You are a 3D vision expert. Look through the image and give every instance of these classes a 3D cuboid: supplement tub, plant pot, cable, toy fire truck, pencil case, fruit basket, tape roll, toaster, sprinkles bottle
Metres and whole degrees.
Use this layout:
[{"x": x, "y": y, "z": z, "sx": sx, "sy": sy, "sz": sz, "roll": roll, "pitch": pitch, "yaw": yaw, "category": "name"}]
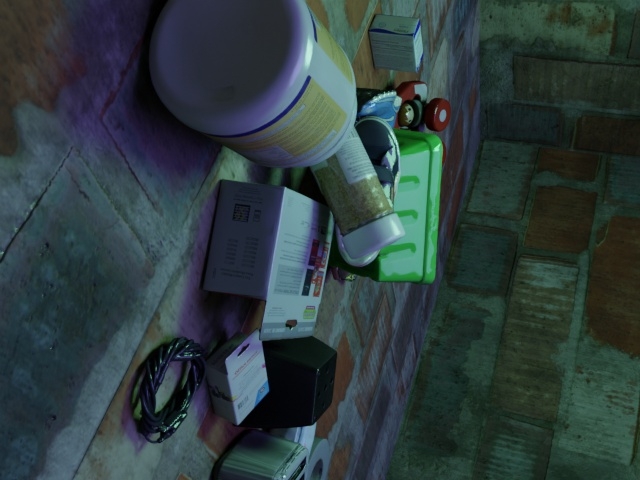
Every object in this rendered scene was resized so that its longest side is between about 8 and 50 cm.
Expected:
[{"x": -0.083, "y": -0.245, "z": 1.169, "sx": 0.331, "sy": 0.241, "sz": 0.241, "roll": 23, "pitch": 78, "yaw": -71, "category": "supplement tub"}, {"x": -0.066, "y": 0.296, "z": 1.623, "sx": 0.187, "sy": 0.167, "sz": 0.188, "roll": -27, "pitch": 126, "yaw": -67, "category": "plant pot"}, {"x": -0.246, "y": 0.232, "z": 1.261, "sx": 0.184, "sy": 0.047, "sz": 0.150, "roll": -52, "pitch": 142, "yaw": -50, "category": "cable"}, {"x": 0.247, "y": -0.316, "z": 2.270, "sx": 0.254, "sy": 0.169, "sz": 0.302, "roll": -20, "pitch": 120, "yaw": -48, "category": "toy fire truck"}, {"x": -0.081, "y": 0.516, "z": 1.772, "sx": 0.124, "sy": 0.113, "sz": 0.273, "roll": 123, "pitch": -20, "yaw": -80, "category": "pencil case"}, {"x": 0.189, "y": -0.096, "z": 1.876, "sx": 0.392, "sy": 0.283, "sz": 0.392, "roll": -17, "pitch": 115, "yaw": -42, "category": "fruit basket"}, {"x": -0.045, "y": 0.622, "z": 2.005, "sx": 0.219, "sy": 0.072, "sz": 0.219, "roll": 9, "pitch": 90, "yaw": -72, "category": "tape roll"}, {"x": -0.118, "y": 0.487, "z": 1.599, "sx": 0.227, "sy": 0.146, "sz": 0.129, "roll": -32, "pitch": 130, "yaw": -66, "category": "toaster"}, {"x": 0.041, "y": -0.144, "z": 1.504, "sx": 0.355, "sy": 0.121, "sz": 0.121, "roll": 65, "pitch": 19, "yaw": 5, "category": "sprinkles bottle"}]

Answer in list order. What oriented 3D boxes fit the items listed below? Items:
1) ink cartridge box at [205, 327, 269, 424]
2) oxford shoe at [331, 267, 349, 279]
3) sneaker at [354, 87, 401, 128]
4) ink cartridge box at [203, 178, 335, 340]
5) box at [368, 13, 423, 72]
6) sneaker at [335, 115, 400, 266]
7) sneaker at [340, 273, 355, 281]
[{"x": -0.160, "y": 0.249, "z": 1.452, "sx": 0.104, "sy": 0.061, "sz": 0.181, "roll": -44, "pitch": 143, "yaw": -40, "category": "ink cartridge box"}, {"x": 0.120, "y": -0.038, "z": 2.051, "sx": 0.123, "sy": 0.130, "sz": 0.348, "roll": 75, "pitch": 31, "yaw": -53, "category": "oxford shoe"}, {"x": 0.136, "y": -0.313, "z": 1.959, "sx": 0.330, "sy": 0.130, "sz": 0.147, "roll": -10, "pitch": 107, "yaw": -71, "category": "sneaker"}, {"x": -0.093, "y": 0.045, "z": 1.461, "sx": 0.309, "sy": 0.130, "sz": 0.272, "roll": 19, "pitch": 80, "yaw": -71, "category": "ink cartridge box"}, {"x": 0.205, "y": -0.528, "z": 2.049, "sx": 0.137, "sy": 0.126, "sz": 0.072, "roll": 72, "pitch": 35, "yaw": -56, "category": "box"}, {"x": 0.101, "y": -0.096, "z": 1.612, "sx": 0.127, "sy": 0.126, "sz": 0.321, "roll": -58, "pitch": 152, "yaw": -73, "category": "sneaker"}, {"x": 0.076, "y": 0.099, "z": 2.144, "sx": 0.083, "sy": 0.035, "sz": 0.031, "roll": 17, "pitch": 83, "yaw": -72, "category": "sneaker"}]
